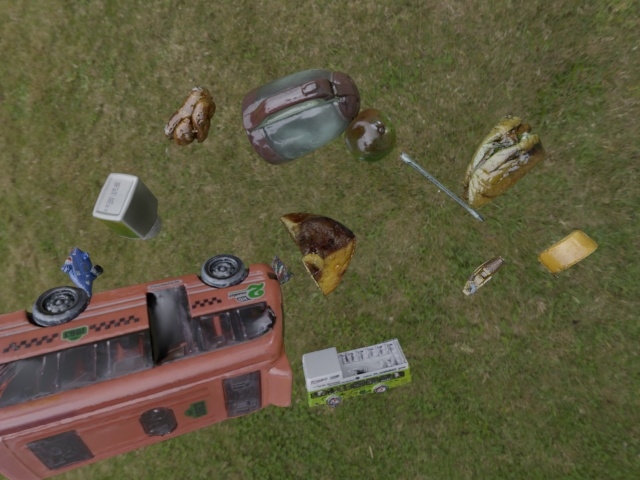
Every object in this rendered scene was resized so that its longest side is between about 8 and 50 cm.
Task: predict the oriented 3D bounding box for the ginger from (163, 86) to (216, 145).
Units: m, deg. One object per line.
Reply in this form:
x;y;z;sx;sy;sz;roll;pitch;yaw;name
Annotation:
-0.313;-0.293;0.998;0.162;0.073;0.103;-46;57;13;ginger

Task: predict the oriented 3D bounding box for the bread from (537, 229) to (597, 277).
0.598;0.031;0.974;0.122;0.149;0.073;-41;70;21;bread

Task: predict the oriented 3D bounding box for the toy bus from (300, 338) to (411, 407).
0.098;0.367;1.141;0.302;0.113;0.139;-12;127;-5;toy bus

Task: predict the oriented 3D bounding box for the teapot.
-0.054;-0.367;1.129;0.313;0.315;0.232;-16;95;26;teapot

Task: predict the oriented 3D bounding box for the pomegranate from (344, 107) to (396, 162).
0.160;-0.349;1.389;0.180;0.210;0.179;3;80;-19;pomegranate

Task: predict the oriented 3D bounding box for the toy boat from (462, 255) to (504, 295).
0.470;0.100;1.168;0.047;0.049;0.149;43;108;7;toy boat

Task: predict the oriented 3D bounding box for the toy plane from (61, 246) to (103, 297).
-0.443;0.083;0.755;0.054;0.062;0.167;-35;72;18;toy plane

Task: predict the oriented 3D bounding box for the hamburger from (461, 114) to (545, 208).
0.405;-0.164;0.899;0.130;0.183;0.205;35;125;22;hamburger

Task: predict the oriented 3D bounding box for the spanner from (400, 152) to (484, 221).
0.335;-0.146;1.102;0.302;0.071;0.017;36;113;-8;spanner

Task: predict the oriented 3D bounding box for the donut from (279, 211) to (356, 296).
0.000;0.000;1.056;0.151;0.294;0.112;-40;52;-14;donut

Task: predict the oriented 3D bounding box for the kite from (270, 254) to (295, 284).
-0.151;0.132;1.302;0.232;0.009;0.188;-32;48;43;kite

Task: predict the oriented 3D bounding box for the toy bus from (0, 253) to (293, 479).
-0.256;0.187;0.632;0.428;0.232;0.202;-11;134;-18;toy bus

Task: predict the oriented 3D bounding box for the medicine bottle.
-0.500;-0.076;1.073;0.088;0.188;0.131;8;68;5;medicine bottle
